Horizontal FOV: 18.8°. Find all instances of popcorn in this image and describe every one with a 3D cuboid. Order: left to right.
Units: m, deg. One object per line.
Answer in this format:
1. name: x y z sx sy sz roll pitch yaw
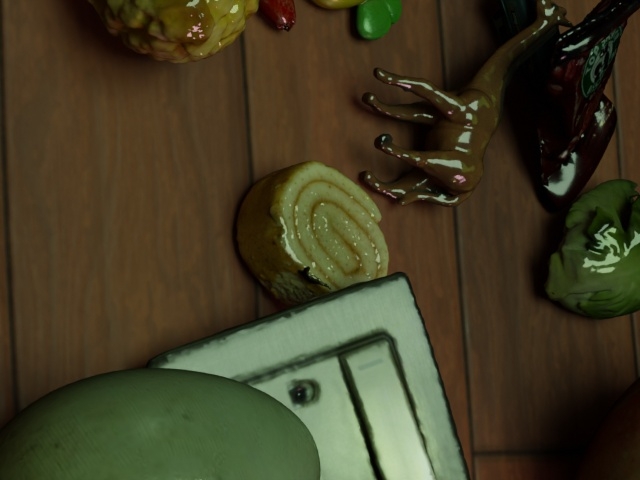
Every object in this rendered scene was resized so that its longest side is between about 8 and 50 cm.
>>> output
1. popcorn: -0.125 -0.234 1.611 0.170 0.180 0.180 -6 85 -45

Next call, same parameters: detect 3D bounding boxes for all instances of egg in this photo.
1. egg: -0.129 0.204 1.480 0.295 0.218 0.218 -14 90 -35

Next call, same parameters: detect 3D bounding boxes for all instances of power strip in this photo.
1. power strip: -0.007 0.183 1.665 0.251 0.092 0.257 -17 91 -14

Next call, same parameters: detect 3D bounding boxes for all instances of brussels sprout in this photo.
1. brussels sprout: 0.304 0.015 1.969 0.181 0.100 0.139 -30 120 -50

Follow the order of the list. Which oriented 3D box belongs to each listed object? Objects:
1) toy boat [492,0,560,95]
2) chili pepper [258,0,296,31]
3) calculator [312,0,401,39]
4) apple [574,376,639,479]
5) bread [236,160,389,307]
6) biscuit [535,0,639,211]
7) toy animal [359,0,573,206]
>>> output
1. toy boat: 0.217 -0.203 1.964 0.055 0.060 0.141 -48 128 -38
2. chili pepper: -0.077 -0.316 1.741 0.071 0.063 0.272 -22 98 -28
3. calculator: 0.014 -0.303 1.828 0.146 0.032 0.235 -36 103 -38
4. apple: 0.406 0.248 1.871 0.319 0.319 0.277 67 15 -8
5. bread: 0.000 0.000 1.728 0.149 0.073 0.122 44 55 -25
6. biscuit: 0.264 -0.155 1.926 0.063 0.235 0.151 25 54 17
7. toy animal: 0.143 -0.143 1.860 0.229 0.066 0.224 2 87 -29
